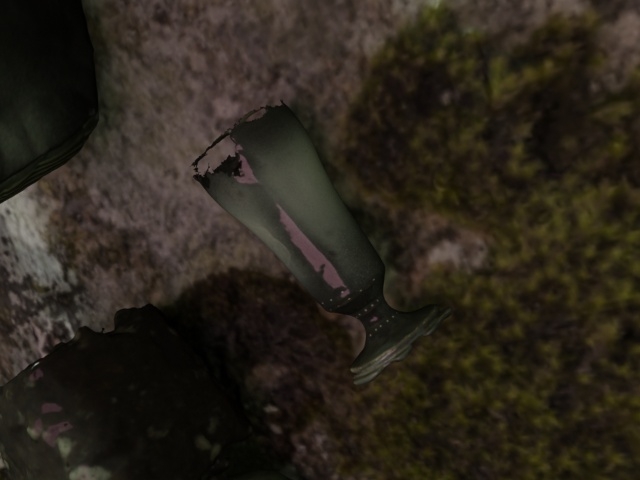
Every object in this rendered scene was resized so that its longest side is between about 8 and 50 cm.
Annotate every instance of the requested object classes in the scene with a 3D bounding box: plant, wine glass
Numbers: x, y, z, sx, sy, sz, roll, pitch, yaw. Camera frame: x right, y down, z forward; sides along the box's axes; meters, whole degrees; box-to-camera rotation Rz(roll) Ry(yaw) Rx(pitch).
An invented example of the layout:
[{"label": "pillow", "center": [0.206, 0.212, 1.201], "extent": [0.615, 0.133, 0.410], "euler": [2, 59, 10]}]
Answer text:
[{"label": "plant", "center": [-0.097, 0.180, 0.522], "extent": [0.274, 0.149, 0.146], "euler": [53, 139, 4]}, {"label": "wine glass", "center": [0.000, 0.000, 0.444], "extent": [0.072, 0.072, 0.155], "euler": [-38, 89, 33]}]

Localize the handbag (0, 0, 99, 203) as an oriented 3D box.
[{"label": "handbag", "center": [-0.289, -0.170, 0.422], "extent": [0.240, 0.247, 0.340], "euler": [5, 124, 27]}]
